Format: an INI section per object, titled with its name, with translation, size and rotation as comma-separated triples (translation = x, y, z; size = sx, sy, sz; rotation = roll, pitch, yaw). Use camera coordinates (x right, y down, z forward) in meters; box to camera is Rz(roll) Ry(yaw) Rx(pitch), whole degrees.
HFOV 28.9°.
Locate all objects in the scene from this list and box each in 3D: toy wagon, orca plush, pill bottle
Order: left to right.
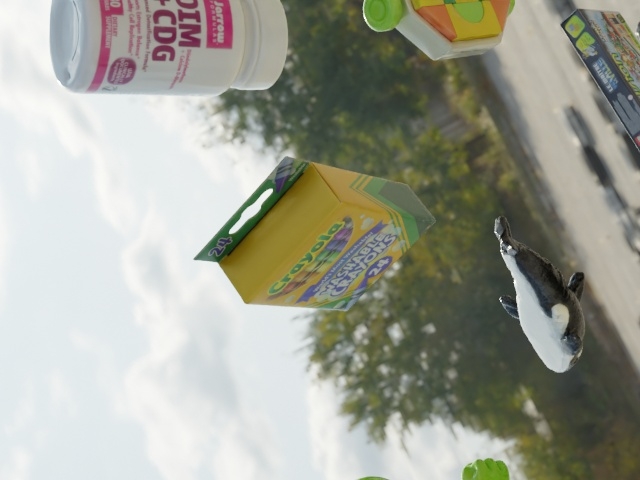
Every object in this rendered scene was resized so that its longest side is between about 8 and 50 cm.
[pill bottle]
translation = -0.197, -0.269, 1.622
size = 0.160, 0.283, 0.161
rotation = 8, 100, 60
[toy wagon]
translation = 0.136, -0.415, 1.694
size = 0.267, 0.068, 0.345
rotation = -15, -97, -44
[orca plush]
translation = 0.341, 0.070, 1.849
size = 0.287, 0.102, 0.151
rotation = 56, 161, -23

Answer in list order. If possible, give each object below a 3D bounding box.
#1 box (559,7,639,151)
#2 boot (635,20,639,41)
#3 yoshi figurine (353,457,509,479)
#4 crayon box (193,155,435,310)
[box]
translation = 0.407, -0.212, 1.635
size = 0.114, 0.036, 0.207
rotation = -8, -116, -48
[boot]
translation = 0.677, -0.345, 2.049
size = 0.260, 0.131, 0.348
rotation = 41, -143, 4
[yoshi figurine]
translation = 0.148, 0.370, 1.586
size = 0.362, 0.203, 0.204
rotation = 8, -93, -42
[crayon box]
translation = 0.000, 0.000, 1.731
size = 0.323, 0.203, 0.083
rotation = 9, -140, -56
